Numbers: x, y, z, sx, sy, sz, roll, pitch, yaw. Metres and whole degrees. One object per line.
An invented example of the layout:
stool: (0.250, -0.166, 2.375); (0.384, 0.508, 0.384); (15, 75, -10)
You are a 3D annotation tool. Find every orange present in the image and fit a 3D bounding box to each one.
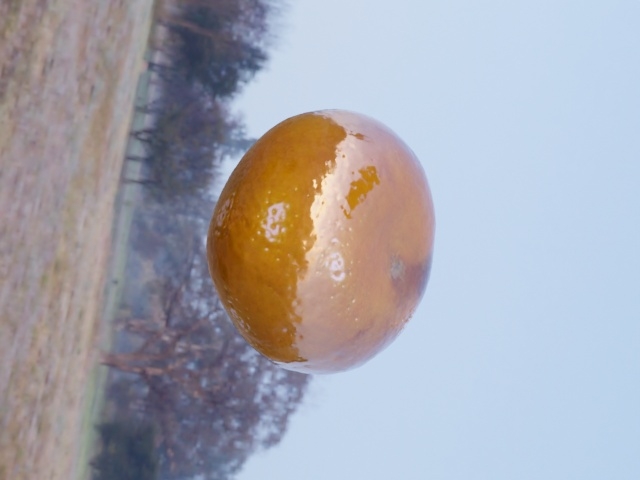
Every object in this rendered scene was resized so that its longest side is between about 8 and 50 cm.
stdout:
orange: (0.000, 0.000, 0.876); (0.171, 0.240, 0.240); (7, -97, 42)
